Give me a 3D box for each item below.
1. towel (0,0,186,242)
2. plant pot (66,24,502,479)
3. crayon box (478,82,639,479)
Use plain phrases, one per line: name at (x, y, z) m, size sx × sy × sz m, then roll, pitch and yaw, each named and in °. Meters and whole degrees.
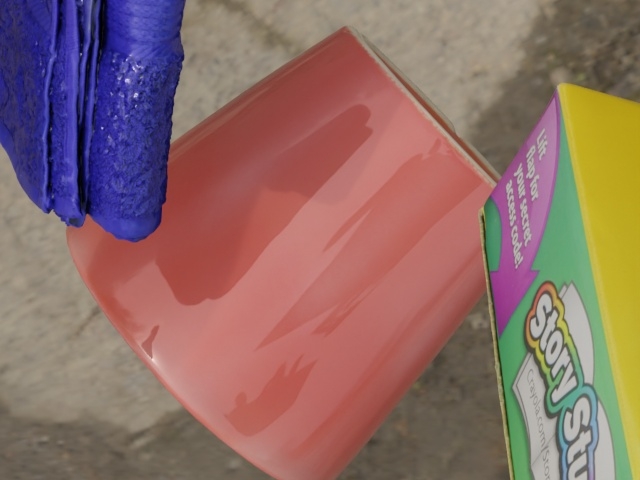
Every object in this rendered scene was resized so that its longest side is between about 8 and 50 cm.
towel at (-0.138, -0.179, 0.850) m, size 0.076 × 0.227 × 0.308 m, roll -9°, pitch 126°, yaw -28°
plant pot at (0.000, 0.000, 1.145) m, size 0.243 × 0.275 × 0.275 m, roll -43°, pitch 102°, yaw 8°
crayon box at (0.243, 0.119, 0.710) m, size 0.313 × 0.106 × 0.363 m, roll 13°, pitch 43°, yaw -14°
